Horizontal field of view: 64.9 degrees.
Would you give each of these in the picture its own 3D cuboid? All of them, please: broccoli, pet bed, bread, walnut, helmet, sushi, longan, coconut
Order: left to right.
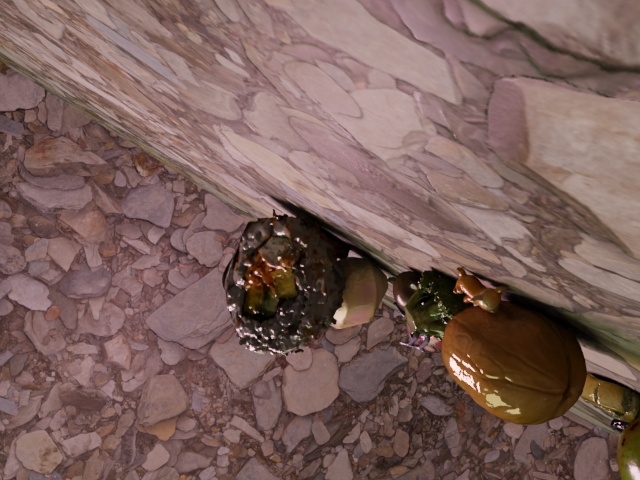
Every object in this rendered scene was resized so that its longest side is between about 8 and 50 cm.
[{"bbox_3d":[-0.106,0.119,1.377,0.176,0.417,0.417,12,-169,-46],"label":"sushi"},{"bbox_3d":[0.000,0.000,1.513,0.201,0.053,0.201,26,175,2],"label":"pet bed"},{"bbox_3d":[0.089,0.149,1.465,0.237,0.197,0.237,-10,167,-2],"label":"coconut"},{"bbox_3d":[0.217,0.120,1.166,0.113,0.092,0.113,50,165,19],"label":"longan"},{"bbox_3d":[0.386,0.310,1.715,0.198,0.154,0.253,33,180,-2],"label":"helmet"},{"bbox_3d":[0.240,0.135,1.010,0.146,0.138,0.162,-141,35,-69],"label":"broccoli"},{"bbox_3d":[0.305,0.192,0.813,0.193,0.193,0.226,35,173,-36],"label":"walnut"},{"bbox_3d":[0.605,0.332,1.048,0.117,0.064,0.156,30,176,7],"label":"bread"}]

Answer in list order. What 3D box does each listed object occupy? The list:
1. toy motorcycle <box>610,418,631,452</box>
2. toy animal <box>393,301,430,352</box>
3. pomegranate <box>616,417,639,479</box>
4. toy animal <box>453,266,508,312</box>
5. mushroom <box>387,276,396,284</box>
[{"bbox_3d":[0.826,0.501,1.217,0.307,0.108,0.173,36,164,-36],"label":"toy motorcycle"},{"bbox_3d":[0.292,0.232,1.478,0.239,0.176,0.255,23,169,-29],"label":"toy animal"},{"bbox_3d":[0.587,0.364,0.843,0.241,0.190,0.159,34,-161,-37],"label":"pomegranate"},{"bbox_3d":[0.252,0.077,0.797,0.083,0.060,0.081,162,86,-83],"label":"toy animal"},{"bbox_3d":[0.267,0.151,1.446,0.202,0.054,0.059,34,173,46],"label":"mushroom"}]
